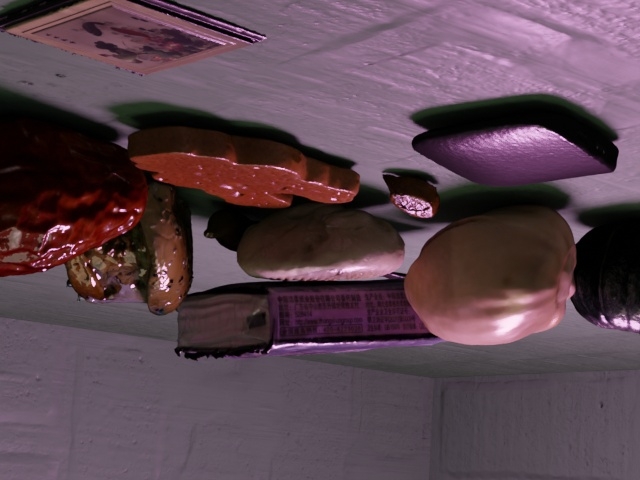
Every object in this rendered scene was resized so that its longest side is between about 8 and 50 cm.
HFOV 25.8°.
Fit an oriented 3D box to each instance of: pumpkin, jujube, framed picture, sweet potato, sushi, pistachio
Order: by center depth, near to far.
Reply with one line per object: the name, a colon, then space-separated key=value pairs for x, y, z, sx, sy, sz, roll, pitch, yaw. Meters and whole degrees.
framed picture: x=-0.184 y=-0.192 z=1.305 sx=0.195 sy=0.010 sz=0.199 roll=14 pitch=166 yaw=-42
jujube: x=-0.342 y=-0.055 z=1.643 sx=0.290 sy=0.197 sz=0.197 roll=-6 pitch=178 yaw=-42
sushi: x=0.126 y=-0.060 z=1.817 sx=0.050 sy=0.047 sz=0.099 roll=-19 pitch=141 yaw=36
pistachio: x=0.237 y=0.053 z=1.968 sx=0.214 sy=0.193 sz=0.318 roll=40 pitch=148 yaw=-18
pumpkin: x=0.462 y=0.054 z=1.996 sx=0.220 sy=0.162 sz=0.220 roll=11 pitch=178 yaw=0
sweet potato: x=-0.107 y=-0.012 z=2.128 sx=0.069 sy=0.059 sz=0.249 roll=-19 pitch=162 yaw=34

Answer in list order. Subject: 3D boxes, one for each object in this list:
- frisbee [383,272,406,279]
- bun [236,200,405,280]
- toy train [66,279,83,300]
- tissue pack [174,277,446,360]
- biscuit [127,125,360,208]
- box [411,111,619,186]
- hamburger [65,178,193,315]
frisbee: x=0.081 y=0.054 z=2.527 sx=0.211 sy=0.012 sz=0.187 roll=6 pitch=169 yaw=-4
bun: x=0.000 y=0.000 z=1.975 sx=0.237 sy=0.116 sz=0.210 roll=0 pitch=177 yaw=1
toy train: x=-0.331 y=0.031 z=2.316 sx=0.177 sy=0.116 sz=0.285 roll=-8 pitch=169 yaw=-5
tissue pack: x=-0.009 y=0.118 z=2.126 sx=0.361 sy=0.122 sz=0.259 roll=3 pitch=174 yaw=-40
biscuit: x=-0.101 y=-0.092 z=1.717 sx=0.202 sy=0.047 sz=0.334 roll=-5 pitch=169 yaw=35
box: x=0.219 y=-0.101 z=1.567 sx=0.201 sy=0.042 sz=0.212 roll=-4 pitch=166 yaw=37
hamburger: x=-0.271 y=0.009 z=1.981 sx=0.167 sy=0.192 sz=0.288 roll=-6 pitch=170 yaw=1
